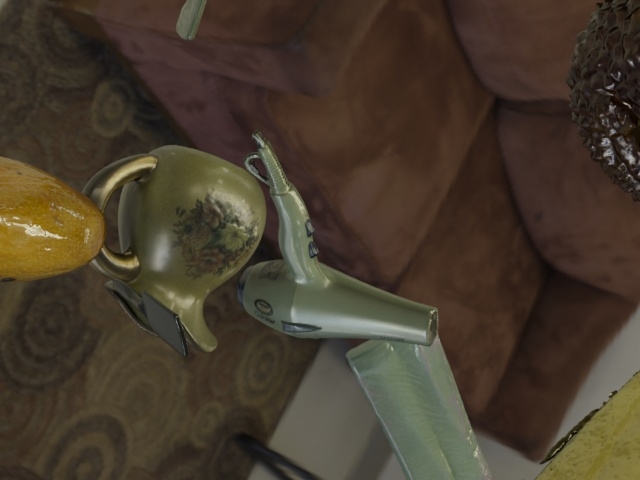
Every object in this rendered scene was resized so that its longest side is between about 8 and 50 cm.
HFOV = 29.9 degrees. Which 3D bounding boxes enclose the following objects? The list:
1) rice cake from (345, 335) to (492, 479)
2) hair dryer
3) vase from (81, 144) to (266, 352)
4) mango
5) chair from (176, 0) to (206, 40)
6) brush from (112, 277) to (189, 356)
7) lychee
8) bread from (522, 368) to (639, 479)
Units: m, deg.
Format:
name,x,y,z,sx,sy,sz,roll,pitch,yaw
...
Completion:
name,x,y,z,sx,sy,sz,roll,pitch,yaw
rice cake,0.094,0.162,1.064,0.080,0.042,0.222,-29,124,-7
hair dryer,0.018,0.012,0.914,0.199,0.167,0.067,96,17,-47
vase,-0.261,-0.006,1.943,0.329,0.241,0.302,28,80,-42
mango,-0.304,-0.025,1.130,0.262,0.157,0.109,-9,117,-52
chair,-0.086,-0.422,1.571,0.186,0.160,0.319,2,115,-11
brush,-0.213,0.083,1.478,0.016,0.193,0.063,-25,122,-28
lychee,0.368,-0.157,1.131,0.267,0.267,0.267,-33,133,-45
bread,0.371,0.283,1.342,0.346,0.242,0.405,54,35,-25
